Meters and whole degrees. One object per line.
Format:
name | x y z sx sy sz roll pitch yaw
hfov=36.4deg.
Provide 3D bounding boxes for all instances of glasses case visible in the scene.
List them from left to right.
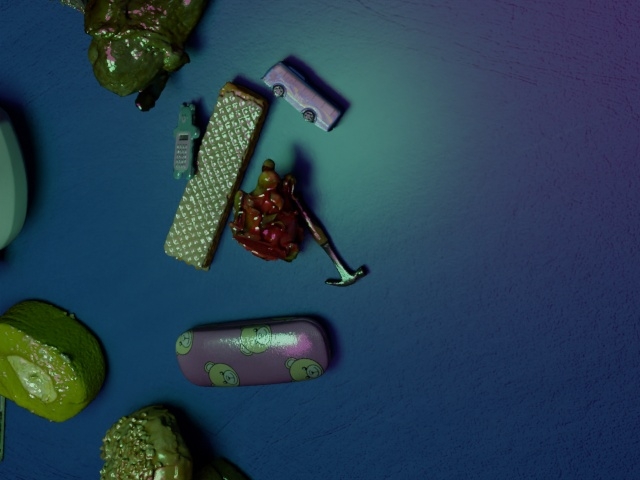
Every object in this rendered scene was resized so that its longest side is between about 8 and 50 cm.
glasses case | -0.132 0.217 1.880 0.317 0.076 0.123 -7 105 20

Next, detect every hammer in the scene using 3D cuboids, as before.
hammer | 0.000 0.000 1.790 0.078 0.021 0.201 -32 96 25

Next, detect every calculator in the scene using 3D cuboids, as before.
calculator | -0.246 -0.181 1.779 0.094 0.019 0.141 7 92 55

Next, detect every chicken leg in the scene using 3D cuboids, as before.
chicken leg | -0.283 -0.417 1.682 0.212 0.140 0.361 31 106 -17

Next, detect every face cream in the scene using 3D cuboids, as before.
face cream | -0.718 -0.094 1.885 0.313 0.219 0.356 19 114 11

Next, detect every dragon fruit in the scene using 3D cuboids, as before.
dragon fruit | -0.094 -0.046 1.736 0.133 0.150 0.207 9 117 8

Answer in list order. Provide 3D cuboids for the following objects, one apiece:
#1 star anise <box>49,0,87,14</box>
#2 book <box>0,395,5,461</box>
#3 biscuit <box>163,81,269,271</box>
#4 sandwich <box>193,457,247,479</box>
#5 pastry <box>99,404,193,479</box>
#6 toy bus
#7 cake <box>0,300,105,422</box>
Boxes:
star anise | -0.462 -0.462 1.765 0.124 0.056 0.129 -24 105 49
book | -0.777 0.378 2.181 0.158 0.026 0.231 16 112 16
biscuit | -0.197 -0.109 1.798 0.094 0.054 0.378 28 115 8
sandwich | -0.215 0.551 2.015 0.160 0.109 0.184 -33 94 36
pastry | -0.360 0.491 1.968 0.255 0.162 0.310 27 121 54
toy bus | -0.031 -0.251 1.699 0.153 0.051 0.061 41 103 2
cake | -0.573 0.244 1.999 0.261 0.156 0.179 23 120 8
